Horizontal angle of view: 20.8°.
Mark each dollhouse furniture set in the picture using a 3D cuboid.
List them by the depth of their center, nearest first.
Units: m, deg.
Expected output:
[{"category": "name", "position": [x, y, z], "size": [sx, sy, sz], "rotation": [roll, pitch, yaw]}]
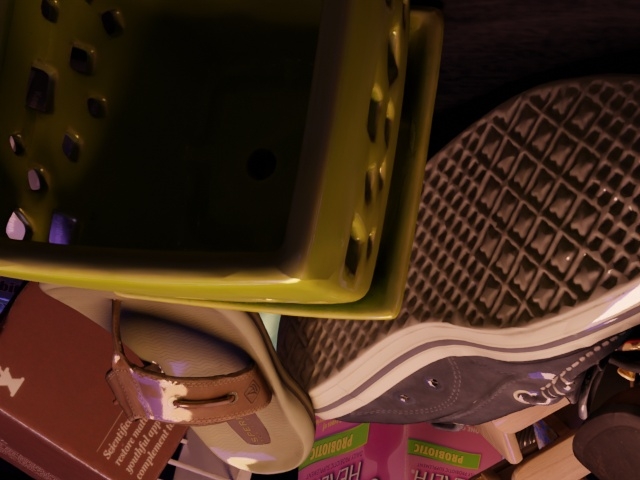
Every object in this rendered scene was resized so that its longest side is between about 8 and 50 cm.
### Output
[{"category": "dollhouse furniture set", "position": [0.127, 0.168, 1.474], "size": [0.212, 0.161, 0.242], "rotation": [44, 158, 57]}]

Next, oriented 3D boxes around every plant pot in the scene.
[{"category": "plant pot", "position": [-0.055, -0.067, 1.001], "size": [0.228, 0.227, 0.207], "rotation": [4, 169, 23]}]

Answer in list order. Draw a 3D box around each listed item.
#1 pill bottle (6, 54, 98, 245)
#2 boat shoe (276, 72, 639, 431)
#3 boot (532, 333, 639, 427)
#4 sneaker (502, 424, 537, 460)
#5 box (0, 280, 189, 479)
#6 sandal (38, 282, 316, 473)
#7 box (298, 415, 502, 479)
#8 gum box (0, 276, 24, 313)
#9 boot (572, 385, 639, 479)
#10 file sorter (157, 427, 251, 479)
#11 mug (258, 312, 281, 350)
[{"category": "pill bottle", "position": [-0.124, -0.040, 1.235], "size": [0.283, 0.161, 0.161], "rotation": [11, 164, 1]}, {"category": "boat shoe", "position": [0.143, 0.025, 1.195], "size": [0.156, 0.186, 0.500], "rotation": [16, 155, -24]}, {"category": "boot", "position": [0.296, 0.091, 1.446], "size": [0.377, 0.138, 0.284], "rotation": [-5, 159, 34]}, {"category": "sneaker", "position": [0.246, 0.218, 1.866], "size": [0.257, 0.169, 0.447], "rotation": [21, 159, -24]}, {"category": "box", "position": [-0.191, 0.108, 1.419], "size": [0.167, 0.168, 0.203], "rotation": [35, 161, -8]}, {"category": "sandal", "position": [-0.088, 0.100, 1.210], "size": [0.120, 0.086, 0.303], "rotation": [-4, 144, 28]}, {"category": "box", "position": [0.077, 0.213, 1.762], "size": [0.117, 0.243, 0.213], "rotation": [14, 155, -27]}, {"category": "gum box", "position": [-0.303, 0.053, 1.612], "size": [0.157, 0.041, 0.184], "rotation": [14, 163, -10]}, {"category": "boot", "position": [0.290, 0.065, 1.114], "size": [0.096, 0.280, 0.264], "rotation": [32, 169, 34]}, {"category": "file sorter", "position": [-0.209, 0.300, 2.279], "size": [0.173, 0.277, 0.193], "rotation": [24, 160, -27]}, {"category": "mug", "position": [-0.064, 0.047, 1.509], "size": [0.158, 0.097, 0.129], "rotation": [9, -160, -38]}]
